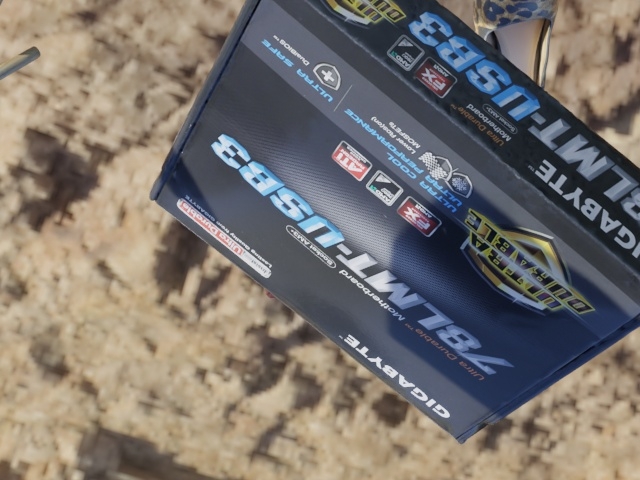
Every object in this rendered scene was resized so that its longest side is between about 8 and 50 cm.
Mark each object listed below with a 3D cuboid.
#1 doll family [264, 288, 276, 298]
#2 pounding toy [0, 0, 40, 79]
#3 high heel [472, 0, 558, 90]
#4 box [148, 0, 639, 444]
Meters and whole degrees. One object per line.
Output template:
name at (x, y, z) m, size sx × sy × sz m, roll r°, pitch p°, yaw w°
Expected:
doll family at (0.000, 0.000, 1.370) m, size 0.076 × 0.111 × 0.193 m, roll 22°, pitch 142°, yaw 4°
pounding toy at (-0.392, -0.251, 1.505) m, size 0.154 × 0.269 × 0.155 m, roll 18°, pitch 175°, yaw 36°
high heel at (0.216, -0.172, 1.507) m, size 0.093 × 0.186 × 0.261 m, roll -9°, pitch 168°, yaw -6°
box at (0.050, -0.019, 0.913) m, size 0.295 × 0.073 × 0.293 m, roll 40°, pitch 148°, yaw 0°
